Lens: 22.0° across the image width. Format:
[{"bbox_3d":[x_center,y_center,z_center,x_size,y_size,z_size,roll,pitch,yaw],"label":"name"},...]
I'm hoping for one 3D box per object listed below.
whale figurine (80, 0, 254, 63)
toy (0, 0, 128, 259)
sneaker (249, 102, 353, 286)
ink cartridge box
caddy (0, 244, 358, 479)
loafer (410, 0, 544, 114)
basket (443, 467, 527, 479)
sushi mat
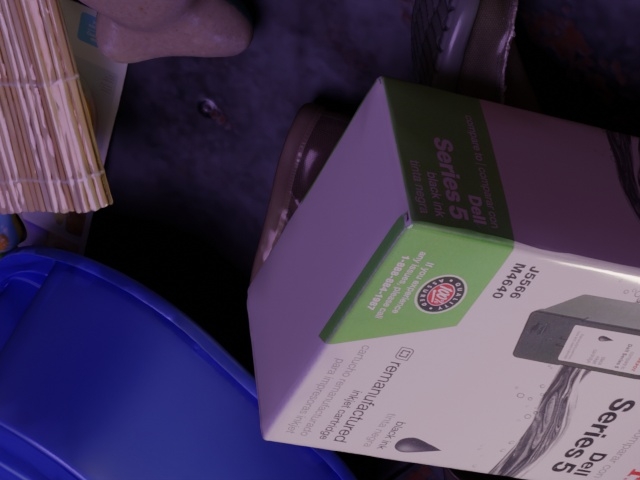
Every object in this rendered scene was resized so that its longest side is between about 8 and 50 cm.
[{"bbox_3d":[-0.115,-0.217,0.958,0.216,0.141,0.272,-4,147,14],"label":"whale figurine"},{"bbox_3d":[-0.220,-0.068,1.146,0.137,0.056,0.237,24,131,7],"label":"toy"},{"bbox_3d":[0.000,0.000,1.087,0.071,0.066,0.188,20,130,10],"label":"sneaker"},{"bbox_3d":[0.121,0.036,0.948,0.273,0.115,0.198,11,136,-22],"label":"ink cartridge box"},{"bbox_3d":[-0.118,0.147,1.181,0.341,0.179,0.241,45,152,-17],"label":"caddy"},{"bbox_3d":[0.101,-0.069,0.987,0.087,0.094,0.251,-3,136,-2],"label":"loafer"},{"bbox_3d":[0.160,0.235,1.125,0.154,0.204,0.227,-12,113,-5],"label":"basket"},{"bbox_3d":[-0.238,-0.164,1.064,0.151,0.019,0.316,-4,110,27],"label":"sushi mat"}]
